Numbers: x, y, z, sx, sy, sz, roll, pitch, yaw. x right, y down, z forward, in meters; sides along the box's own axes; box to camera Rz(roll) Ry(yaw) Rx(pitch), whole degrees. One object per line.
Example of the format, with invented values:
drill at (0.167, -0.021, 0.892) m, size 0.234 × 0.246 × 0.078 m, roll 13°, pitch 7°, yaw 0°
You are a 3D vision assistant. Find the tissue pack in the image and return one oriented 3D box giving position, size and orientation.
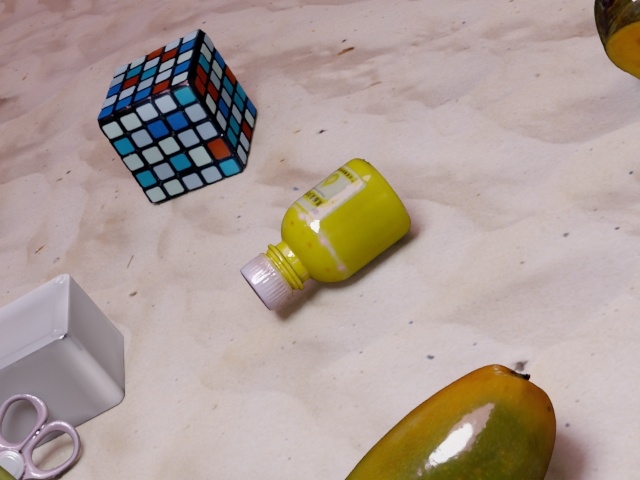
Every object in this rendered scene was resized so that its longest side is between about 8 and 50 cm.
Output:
tissue pack at (-0.409, 0.182, 1.579) m, size 0.246 × 0.136 × 0.159 m, roll -28°, pitch 32°, yaw 8°

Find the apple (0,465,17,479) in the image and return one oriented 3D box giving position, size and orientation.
apple at (-0.460, 0.362, 1.250) m, size 0.319 × 0.277 × 0.319 m, roll -23°, pitch 35°, yaw 17°

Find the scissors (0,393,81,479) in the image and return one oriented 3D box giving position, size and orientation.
scissors at (-0.418, 0.311, 1.473) m, size 0.242 × 0.118 × 0.030 m, roll -49°, pitch -7°, yaw -7°

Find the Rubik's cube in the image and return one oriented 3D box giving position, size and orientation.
Rubik's cube at (-0.231, -0.203, 1.892) m, size 0.184 × 0.187 × 0.182 m, roll -19°, pitch 35°, yaw 18°

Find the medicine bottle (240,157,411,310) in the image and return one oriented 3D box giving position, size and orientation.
medicine bottle at (0.000, 0.000, 1.481) m, size 0.212 × 0.122 × 0.122 m, roll -37°, pitch 32°, yaw -7°

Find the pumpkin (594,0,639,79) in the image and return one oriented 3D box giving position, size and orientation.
pumpkin at (0.492, -0.281, 1.379) m, size 0.317 × 0.222 × 0.139 m, roll -5°, pitch 69°, yaw 38°

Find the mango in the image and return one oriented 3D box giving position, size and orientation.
mango at (0.098, 0.234, 1.079) m, size 0.289 × 0.129 × 0.146 m, roll -35°, pitch 42°, yaw 4°
